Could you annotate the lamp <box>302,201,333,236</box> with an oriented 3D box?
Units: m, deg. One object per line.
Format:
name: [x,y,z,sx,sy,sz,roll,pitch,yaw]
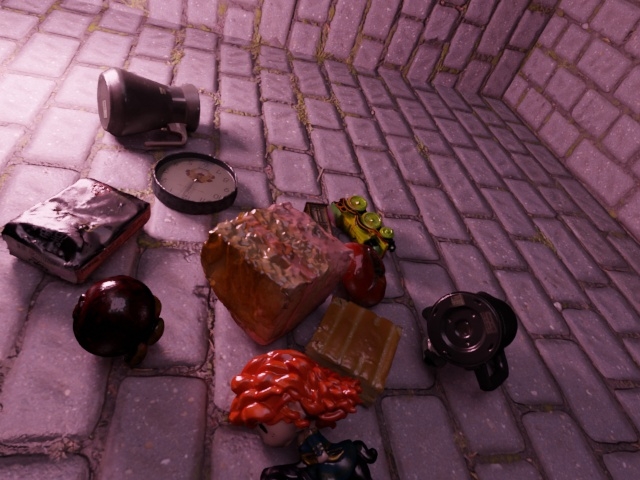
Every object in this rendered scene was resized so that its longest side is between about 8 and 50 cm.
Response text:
lamp: [0.000,0.000,1.473,0.089,0.090,0.326,5,43,-17]

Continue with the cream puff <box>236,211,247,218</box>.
cream puff: [-0.260,-0.060,1.455,0.058,0.083,0.083,-34,71,2]

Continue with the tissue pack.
tissue pack: [-0.686,-0.043,1.206,0.244,0.123,0.332,23,42,5]

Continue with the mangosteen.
mangosteen: [-0.482,0.185,1.001,0.209,0.210,0.210,12,42,-11]

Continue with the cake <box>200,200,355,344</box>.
cake: [-0.133,0.085,1.184,0.314,0.293,0.306,43,40,16]

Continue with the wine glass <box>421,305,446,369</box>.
wine glass: [0.358,0.304,1.311,0.079,0.079,0.196,19,40,-3]

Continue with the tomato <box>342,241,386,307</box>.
tomato: [0.155,0.099,1.360,0.228,0.101,0.228,41,32,-34]

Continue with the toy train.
toy train: [0.158,-0.050,1.587,0.160,0.101,0.296,-21,57,-29]

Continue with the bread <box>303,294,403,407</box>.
bread: [0.092,0.297,1.182,0.239,0.111,0.246,29,42,7]

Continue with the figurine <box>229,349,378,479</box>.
figurine: [-0.034,0.446,0.919,0.305,0.241,0.412,-12,67,-2]

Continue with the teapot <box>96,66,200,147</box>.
teapot: [-0.667,-0.512,1.639,0.343,0.253,0.301,-9,83,-36]

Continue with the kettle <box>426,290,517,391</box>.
kettle: [0.489,0.278,1.237,0.308,0.203,0.262,12,34,-54]

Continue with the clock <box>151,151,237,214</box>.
clock: [-0.458,-0.219,1.531,0.312,0.061,0.313,12,42,-11]
